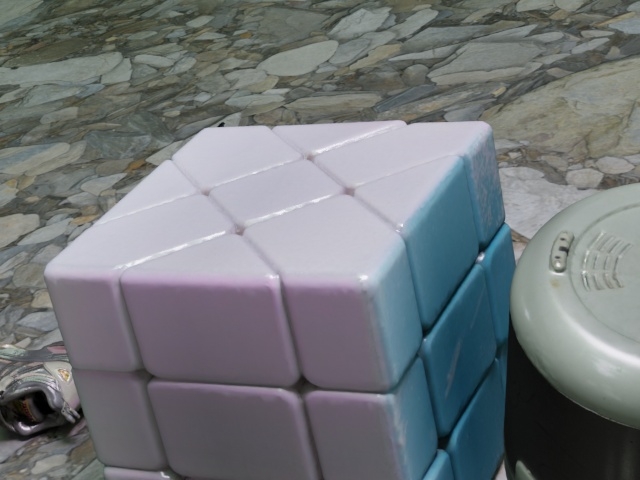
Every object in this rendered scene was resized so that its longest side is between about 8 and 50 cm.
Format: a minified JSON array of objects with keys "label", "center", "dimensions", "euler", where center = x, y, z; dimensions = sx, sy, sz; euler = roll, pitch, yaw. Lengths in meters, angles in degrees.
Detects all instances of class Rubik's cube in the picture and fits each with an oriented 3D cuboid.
[{"label":"Rubik's cube","center":[-0.011,0.091,1.314],"dimensions":[0.319,0.315,0.322],"euler":[0,26,26]}]

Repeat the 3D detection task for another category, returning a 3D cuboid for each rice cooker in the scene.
[{"label":"rice cooker","center":[0.287,0.119,1.168],"dimensions":[0.289,0.277,0.288],"euler":[-3,42,3]}]

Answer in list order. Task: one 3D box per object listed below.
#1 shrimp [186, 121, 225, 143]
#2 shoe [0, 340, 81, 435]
[{"label":"shrimp","center":[-0.125,-0.080,2.015],"dimensions":[0.185,0.068,0.287],"euler":[-31,33,-31]},{"label":"shoe","center":[-0.323,0.170,1.565],"dimensions":[0.180,0.089,0.092],"euler":[-5,38,19]}]
